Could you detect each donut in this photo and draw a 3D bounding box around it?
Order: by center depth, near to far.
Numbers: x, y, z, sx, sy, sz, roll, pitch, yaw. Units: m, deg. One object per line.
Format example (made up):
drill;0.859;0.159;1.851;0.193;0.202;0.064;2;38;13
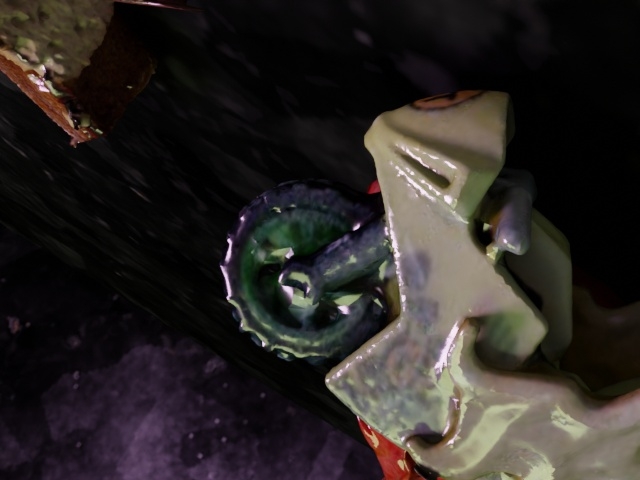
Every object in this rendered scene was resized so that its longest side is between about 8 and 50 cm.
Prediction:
donut;-0.229;-0.174;0.771;0.144;0.126;0.187;24;158;53

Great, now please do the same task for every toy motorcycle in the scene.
toy motorcycle;0.138;0.064;0.577;0.410;0.237;0.169;36;-155;1

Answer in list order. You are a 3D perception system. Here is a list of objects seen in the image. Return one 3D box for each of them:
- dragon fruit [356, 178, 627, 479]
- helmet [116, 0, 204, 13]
dragon fruit;0.132;0.091;0.790;0.330;0.302;0.240;51;-165;-2
helmet;-0.134;-0.200;0.637;0.111;0.057;0.089;15;-169;27
